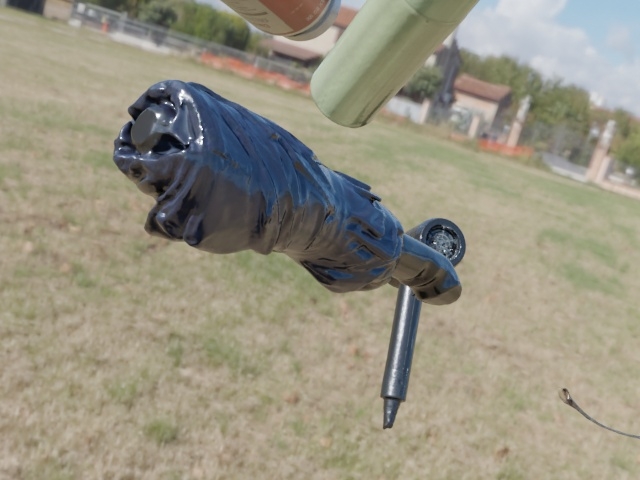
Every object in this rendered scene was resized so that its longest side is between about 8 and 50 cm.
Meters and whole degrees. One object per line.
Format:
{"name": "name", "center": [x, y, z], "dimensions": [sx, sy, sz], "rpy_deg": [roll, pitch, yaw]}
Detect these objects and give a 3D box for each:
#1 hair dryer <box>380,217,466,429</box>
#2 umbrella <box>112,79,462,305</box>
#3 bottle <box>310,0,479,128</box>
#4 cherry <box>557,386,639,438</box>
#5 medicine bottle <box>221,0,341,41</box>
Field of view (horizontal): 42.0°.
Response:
{"name": "hair dryer", "center": [0.111, 0.101, 1.012], "dimensions": [0.070, 0.255, 0.128], "rpy_deg": [15, -20, -15]}
{"name": "umbrella", "center": [-0.002, -0.007, 0.415], "dimensions": [0.071, 0.071, 0.248], "rpy_deg": [25, 1, 36]}
{"name": "bottle", "center": [0.062, -0.173, 0.702], "dimensions": [0.072, 0.072, 0.201], "rpy_deg": [14, -27, -19]}
{"name": "cherry", "center": [0.349, 0.127, 0.775], "dimensions": [0.188, 0.115, 0.148], "rpy_deg": [31, -30, -12]}
{"name": "medicine bottle", "center": [-0.063, -0.326, 1.001], "dimensions": [0.131, 0.131, 0.250], "rpy_deg": [21, 3, 20]}
